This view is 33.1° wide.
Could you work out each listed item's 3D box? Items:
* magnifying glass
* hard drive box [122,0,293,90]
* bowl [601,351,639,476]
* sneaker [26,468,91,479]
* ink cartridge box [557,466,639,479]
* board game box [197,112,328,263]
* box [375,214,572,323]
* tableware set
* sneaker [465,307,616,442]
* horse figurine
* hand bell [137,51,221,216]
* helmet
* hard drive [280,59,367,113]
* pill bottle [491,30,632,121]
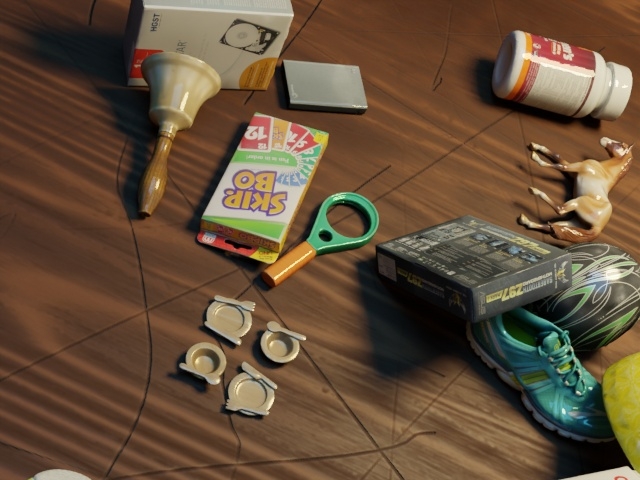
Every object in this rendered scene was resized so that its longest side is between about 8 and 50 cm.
[{"bbox_3d":[0.000,0.000,1.612,0.092,0.026,0.231,44,55,13],"label":"magnifying glass"},{"bbox_3d":[-0.180,-0.326,1.681,0.232,0.181,0.089,-1,58,-19],"label":"hard drive box"},{"bbox_3d":[0.540,0.248,1.472,0.289,0.156,0.289,32,32,-23],"label":"bowl"},{"bbox_3d":[-0.336,0.358,1.214,0.091,0.126,0.240,23,22,9],"label":"sneaker"},{"bbox_3d":[0.298,0.392,1.300,0.278,0.117,0.201,-8,20,-13],"label":"ink cartridge box"},{"bbox_3d":[-0.085,-0.083,1.624,0.124,0.039,0.259,17,54,7],"label":"board game box"},{"bbox_3d":[0.218,0.036,1.559,0.183,0.059,0.232,-18,25,-28],"label":"box"},{"bbox_3d":[-0.108,0.154,1.469,0.141,0.020,0.169,27,52,0],"label":"tableware set"},{"bbox_3d":[0.327,0.182,1.543,0.275,0.110,0.107,40,53,10],"label":"sneaker"},{"bbox_3d":[0.426,-0.079,1.790,0.174,0.066,0.263,16,50,0],"label":"horse figurine"},{"bbox_3d":[-0.231,-0.145,1.601,0.126,0.126,0.242,14,65,-9],"label":"hand bell"},{"bbox_3d":[0.396,0.081,1.602,0.169,0.161,0.169,11,53,-15],"label":"helmet"},{"bbox_3d":[0.005,-0.255,1.794,0.135,0.022,0.094,2,56,-18],"label":"hard drive"},{"bbox_3d":[0.424,-0.285,1.897,0.221,0.121,0.121,13,53,-10],"label":"pill bottle"}]
